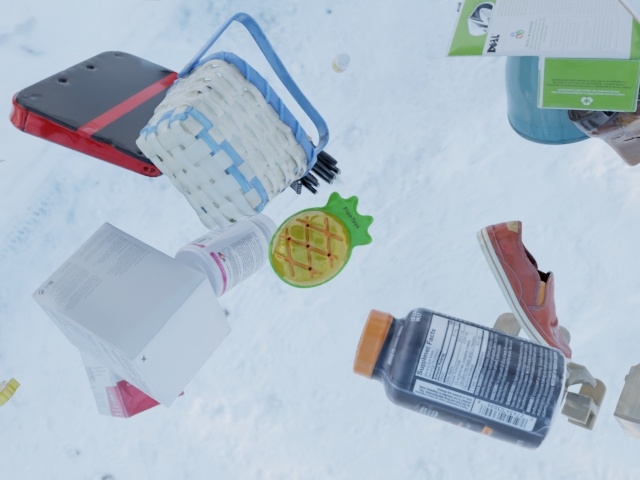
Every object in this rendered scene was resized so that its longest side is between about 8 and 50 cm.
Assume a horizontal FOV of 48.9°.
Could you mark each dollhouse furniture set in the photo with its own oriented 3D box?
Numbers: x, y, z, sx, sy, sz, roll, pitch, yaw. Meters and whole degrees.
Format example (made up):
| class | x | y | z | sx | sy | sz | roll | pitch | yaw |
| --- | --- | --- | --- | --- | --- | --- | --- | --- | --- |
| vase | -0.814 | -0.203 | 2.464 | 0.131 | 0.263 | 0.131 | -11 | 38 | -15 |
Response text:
| class | x | y | z | sx | sy | sz | roll | pitch | yaw |
| --- | --- | --- | --- | --- | --- | --- | --- | --- | --- |
| dollhouse furniture set | 0.678 | 0.311 | 1.794 | 0.394 | 0.362 | 0.256 | 13 | 68 | 43 |

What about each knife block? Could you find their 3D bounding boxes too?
| class | x | y | z | sx | sy | sz | roll | pitch | yaw |
| --- | --- | --- | --- | --- | --- | --- | --- | --- | --- |
| knife block | -0.074 | -0.251 | 1.808 | 0.242 | 0.088 | 0.275 | -6 | 76 | -7 |

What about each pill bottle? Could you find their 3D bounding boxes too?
| class | x | y | z | sx | sy | sz | roll | pitch | yaw |
| --- | --- | --- | --- | --- | --- | --- | --- | --- | --- |
| pill bottle | 0.167 | 0.162 | 0.882 | 0.246 | 0.130 | 0.130 | 17 | 111 | 9 |
| pill bottle | 0.058 | -0.487 | 1.923 | 0.044 | 0.083 | 0.043 | 0 | 91 | -9 |
| pill bottle | -0.239 | 0.036 | 1.873 | 0.161 | 0.283 | 0.160 | 17 | 122 | 29 |

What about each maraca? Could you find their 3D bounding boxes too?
| class | x | y | z | sx | sy | sz | roll | pitch | yaw |
| --- | --- | --- | --- | --- | --- | --- | --- | --- | --- |
| maraca | 0.000 | 0.000 | 1.168 | 0.186 | 0.099 | 0.127 | -37 | 87 | 2 |

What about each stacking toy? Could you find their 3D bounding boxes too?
| class | x | y | z | sx | sy | sz | roll | pitch | yaw |
| --- | --- | --- | --- | --- | --- | --- | --- | --- | --- |
| stacking toy | -0.576 | 0.198 | 1.078 | 0.221 | 0.052 | 0.167 | -21 | 116 | 41 |

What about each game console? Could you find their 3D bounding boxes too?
| class | x | y | z | sx | sy | sz | roll | pitch | yaw |
| --- | --- | --- | --- | --- | --- | --- | --- | --- | --- |
| game console | -0.381 | -0.264 | 1.421 | 0.342 | 0.386 | 0.060 | 24 | 125 | 7 |

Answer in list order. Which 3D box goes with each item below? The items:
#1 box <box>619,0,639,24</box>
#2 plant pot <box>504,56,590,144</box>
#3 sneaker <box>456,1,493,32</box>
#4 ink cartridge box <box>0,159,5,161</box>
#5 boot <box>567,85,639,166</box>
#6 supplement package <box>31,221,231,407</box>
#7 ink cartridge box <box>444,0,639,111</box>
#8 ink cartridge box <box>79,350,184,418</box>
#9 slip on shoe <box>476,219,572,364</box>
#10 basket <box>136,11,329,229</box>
| class | x | y | z | sx | sy | sz | roll | pitch | yaw |
| --- | --- | --- | --- | --- | --- | --- | --- | --- | --- |
| box | 0.211 | -0.237 | 0.390 | 0.168 | 0.345 | 0.214 | -37 | 53 | 32 |
| plant pot | 0.540 | -0.402 | 1.595 | 0.272 | 0.271 | 0.255 | -1 | 141 | 28 |
| sneaker | 0.379 | -0.508 | 1.446 | 0.235 | 0.153 | 0.093 | -4 | 80 | 58 |
| ink cartridge box | -0.633 | -0.168 | 1.089 | 0.171 | 0.235 | 0.056 | 2 | 85 | 46 |
| boot | 0.693 | -0.248 | 1.440 | 0.264 | 0.281 | 0.096 | -31 | 50 | 40 |
| supplement package | -0.346 | 0.138 | 1.322 | 0.263 | 0.199 | 0.198 | 25 | 151 | 25 |
| ink cartridge box | 0.327 | -0.286 | 1.018 | 0.255 | 0.188 | 0.097 | 6 | 143 | 21 |
| ink cartridge box | -0.514 | 0.237 | 1.781 | 0.279 | 0.161 | 0.384 | -19 | 90 | 59 |
| slip on shoe | 0.432 | 0.106 | 1.423 | 0.101 | 0.123 | 0.331 | -27 | 95 | 19 |
| basket | -0.121 | -0.181 | 1.068 | 0.201 | 0.289 | 0.254 | -13 | 121 | 49 |
